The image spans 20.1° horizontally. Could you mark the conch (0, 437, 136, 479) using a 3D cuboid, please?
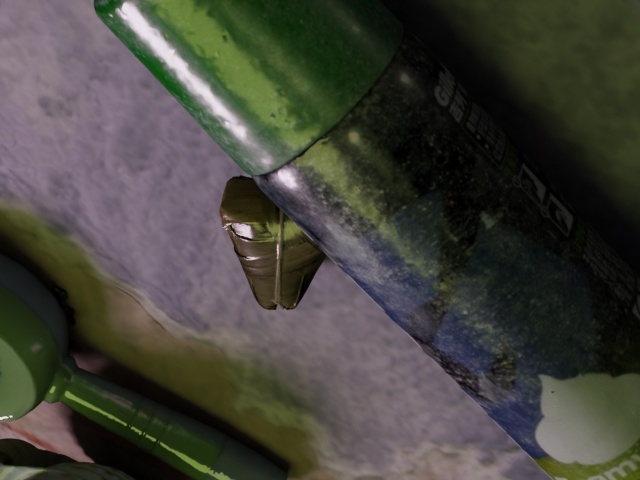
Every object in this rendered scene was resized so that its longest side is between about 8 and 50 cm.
[{"bbox_3d":[-0.149,0.170,1.038,0.135,0.102,0.153,34,172,14],"label":"conch"}]

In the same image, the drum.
[{"bbox_3d":[-0.135,0.071,1.008,0.253,0.049,0.130,17,140,8],"label":"drum"}]

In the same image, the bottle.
[{"bbox_3d":[0.047,-0.014,0.773,0.330,0.093,0.093,45,138,-17],"label":"bottle"}]

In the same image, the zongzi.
[{"bbox_3d":[0.000,0.000,0.867,0.083,0.040,0.076,-6,137,13],"label":"zongzi"}]
